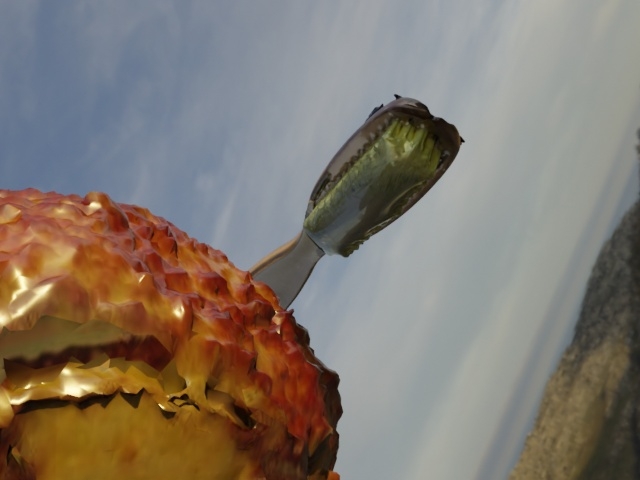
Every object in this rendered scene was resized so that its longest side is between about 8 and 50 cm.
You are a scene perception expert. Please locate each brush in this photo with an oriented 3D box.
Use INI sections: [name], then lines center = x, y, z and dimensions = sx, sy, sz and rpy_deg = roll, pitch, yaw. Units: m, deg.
[brush]
center = -0.002, 0.000, 0.667
dimensions = 0.313, 0.072, 0.067
rpy_deg = -45, 8, 48

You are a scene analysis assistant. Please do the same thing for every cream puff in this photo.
[cream puff]
center = -0.156, 0.109, 0.439
dimensions = 0.351, 0.228, 0.350
rpy_deg = -16, -38, -13
